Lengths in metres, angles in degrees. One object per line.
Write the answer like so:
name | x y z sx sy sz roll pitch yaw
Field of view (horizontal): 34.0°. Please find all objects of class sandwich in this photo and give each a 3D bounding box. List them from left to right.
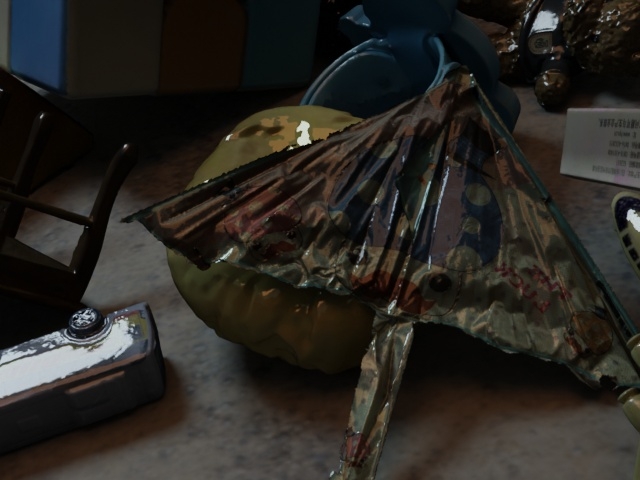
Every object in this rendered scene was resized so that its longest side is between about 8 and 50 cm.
sandwich | -0.364 -0.133 1.096 0.108 0.186 0.220 20 43 35

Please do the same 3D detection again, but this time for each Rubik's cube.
Rubik's cube | -0.221 -0.365 1.186 0.347 0.344 0.347 -9 24 -42

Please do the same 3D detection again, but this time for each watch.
watch | 0.069 -0.127 1.001 0.211 0.211 0.193 18 63 37

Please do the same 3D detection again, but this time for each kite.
kite | 0.061 0.019 0.756 0.406 0.014 0.368 17 64 2

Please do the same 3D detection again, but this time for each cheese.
cheese | 0.000 0.000 0.830 0.214 0.117 0.226 28 59 18

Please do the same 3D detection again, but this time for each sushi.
sushi | 0.037 -0.296 1.297 0.147 0.115 0.212 -27 37 -25

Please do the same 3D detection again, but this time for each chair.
chair | -0.311 0.029 0.893 0.160 0.319 0.186 22 0 37

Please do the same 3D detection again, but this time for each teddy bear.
teddy bear | 0.247 -0.231 1.139 0.251 0.181 0.129 10 2 30

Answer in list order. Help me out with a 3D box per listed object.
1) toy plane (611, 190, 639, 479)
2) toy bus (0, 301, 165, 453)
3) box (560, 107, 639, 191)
toy plane | 0.254 0.070 0.611 0.242 0.104 0.256 -42 50 18
toy bus | -0.212 0.110 0.796 0.191 0.064 0.075 -17 39 -11
box | 0.327 -0.048 0.709 0.214 0.069 0.353 6 5 -9
